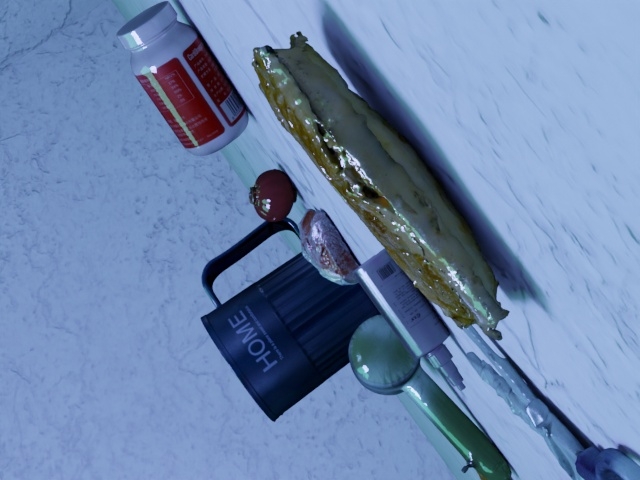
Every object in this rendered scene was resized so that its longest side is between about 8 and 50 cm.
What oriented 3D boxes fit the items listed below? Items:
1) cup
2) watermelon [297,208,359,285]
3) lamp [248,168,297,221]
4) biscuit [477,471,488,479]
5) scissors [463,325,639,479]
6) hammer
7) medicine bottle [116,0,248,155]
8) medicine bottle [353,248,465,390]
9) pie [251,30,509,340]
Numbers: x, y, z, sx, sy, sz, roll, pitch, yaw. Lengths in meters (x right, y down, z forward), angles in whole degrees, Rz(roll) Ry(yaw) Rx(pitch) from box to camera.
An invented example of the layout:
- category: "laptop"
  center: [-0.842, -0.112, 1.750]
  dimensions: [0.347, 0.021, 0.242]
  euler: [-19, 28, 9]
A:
- category: "cup"
  center: [-0.058, 0.145, 1.897]
  dimensions: [0.308, 0.292, 0.242]
  euler: [53, 175, 36]
- category: "watermelon"
  center: [0.000, 0.000, 1.672]
  dimensions: [0.187, 0.071, 0.139]
  euler: [52, 171, 36]
- category: "lamp"
  center: [-0.089, -0.085, 1.836]
  dimensions: [0.101, 0.090, 0.101]
  euler: [177, 90, -68]
- category: "biscuit"
  center: [0.301, 0.408, 1.751]
  dimensions: [0.118, 0.029, 0.247]
  euler: [61, 176, 4]
- category: "scissors"
  center: [0.219, 0.181, 0.897]
  dimensions: [0.383, 0.029, 0.256]
  euler: [52, 174, 48]
- category: "hammer"
  center: [0.178, 0.269, 1.579]
  dimensions: [0.335, 0.119, 0.206]
  euler: [47, 176, 16]
- category: "medicine bottle"
  center: [-0.235, -0.274, 1.672]
  dimensions: [0.250, 0.131, 0.131]
  euler: [57, 175, -25]
- category: "medicine bottle"
  center: [0.119, 0.104, 1.211]
  dimensions: [0.199, 0.057, 0.057]
  euler: [54, 176, 3]
- category: "pie"
  center: [0.052, -0.040, 0.750]
  dimensions: [0.282, 0.068, 0.128]
  euler: [54, 177, 6]
